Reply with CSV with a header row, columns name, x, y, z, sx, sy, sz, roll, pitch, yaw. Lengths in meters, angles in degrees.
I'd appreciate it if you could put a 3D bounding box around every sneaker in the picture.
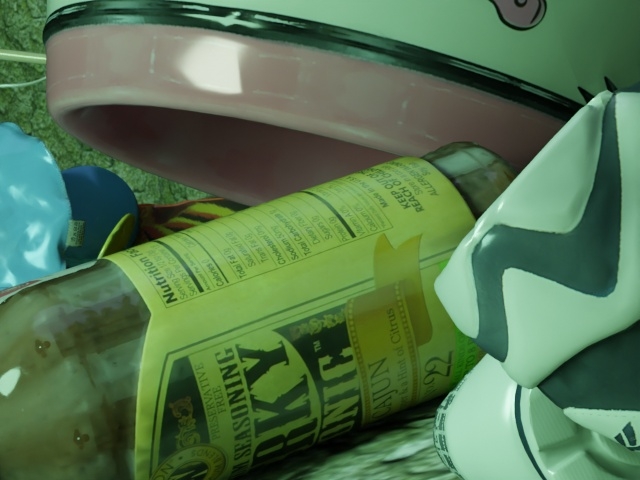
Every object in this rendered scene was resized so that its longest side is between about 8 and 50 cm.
name,x,y,z,sx,sy,sz,roll,pitch,yaw
sneaker,0.162,-0.018,0.477,0.235,0.153,0.094,-44,-5,-15
sneaker,0.146,0.023,0.581,0.235,0.090,0.095,-18,-4,-22

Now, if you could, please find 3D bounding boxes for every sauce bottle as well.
name,x,y,z,sx,sy,sz,roll,pitch,yaw
sauce bottle,-0.064,0.055,0.749,0.344,0.111,0.111,-20,6,-21

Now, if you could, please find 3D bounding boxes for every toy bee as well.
name,x,y,z,sx,sy,sz,roll,pitch,yaw
toy bee,-0.169,0.042,1.185,0.298,0.162,0.195,-2,-22,17

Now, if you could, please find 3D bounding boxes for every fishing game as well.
name,x,y,z,sx,sy,sz,roll,pitch,yaw
fishing game,-0.238,-0.001,1.100,0.189,0.264,0.041,6,-15,15

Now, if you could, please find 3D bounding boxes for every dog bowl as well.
name,x,y,z,sx,sy,sz,roll,pitch,yaw
dog bowl,0.023,-0.099,1.006,0.407,0.150,0.408,13,-7,2

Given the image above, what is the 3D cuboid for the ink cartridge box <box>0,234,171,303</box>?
name,x,y,z,sx,sy,sz,roll,pitch,yaw
ink cartridge box,-0.077,0.046,0.974,0.217,0.092,0.158,-17,5,-23
